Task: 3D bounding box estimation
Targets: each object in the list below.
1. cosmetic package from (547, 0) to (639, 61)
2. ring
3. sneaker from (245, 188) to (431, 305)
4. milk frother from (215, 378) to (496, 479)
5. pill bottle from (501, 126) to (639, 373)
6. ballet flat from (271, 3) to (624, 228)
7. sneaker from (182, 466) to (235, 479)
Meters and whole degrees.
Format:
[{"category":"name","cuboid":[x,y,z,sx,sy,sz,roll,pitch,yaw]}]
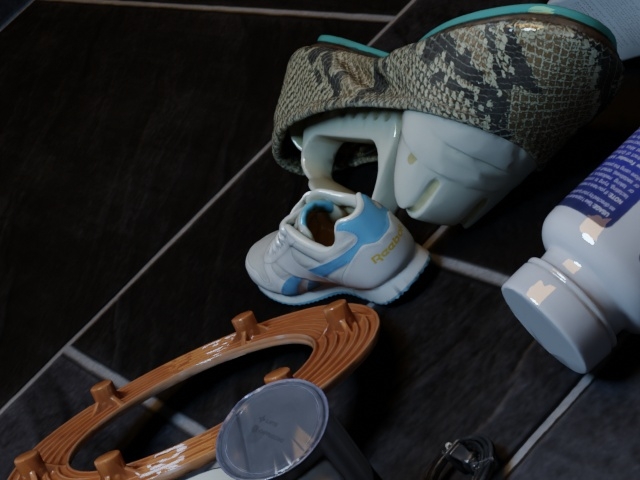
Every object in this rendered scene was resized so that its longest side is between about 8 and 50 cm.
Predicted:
[{"category":"cosmetic package","cuboid":[0.288,-0.221,1.337,0.117,0.085,0.231,-44,6,-9]},{"category":"ring","cuboid":[-0.109,0.125,1.302,0.336,0.032,0.336,-23,10,5]},{"category":"sneaker","cuboid":[0.000,0.000,1.416,0.228,0.092,0.087,-6,42,55]},{"category":"milk frother","cuboid":[0.029,0.149,1.081,0.129,0.135,0.143,17,60,44]},{"category":"pill bottle","cuboid":[0.219,-0.001,1.107,0.186,0.112,0.112,-42,26,-8]},{"category":"ballet flat","cuboid":[0.089,-0.095,1.425,0.483,0.164,0.182,8,73,63]},{"category":"sneaker","cuboid":[-0.184,0.261,1.185,0.350,0.131,0.148,-37,30,4]}]
